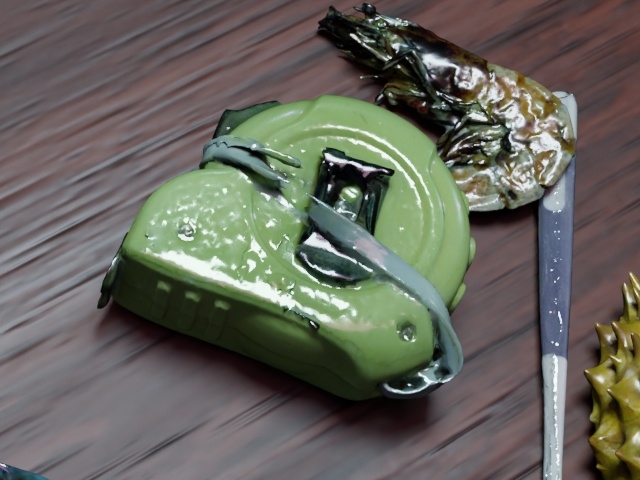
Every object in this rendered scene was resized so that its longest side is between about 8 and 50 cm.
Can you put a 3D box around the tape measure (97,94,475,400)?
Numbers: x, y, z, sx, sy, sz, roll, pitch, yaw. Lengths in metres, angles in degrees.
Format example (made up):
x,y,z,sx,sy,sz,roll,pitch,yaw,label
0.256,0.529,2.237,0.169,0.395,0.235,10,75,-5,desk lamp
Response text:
x,y,z,sx,sy,sz,roll,pitch,yaw,label
0.000,0.000,0.943,0.177,0.087,0.154,25,61,-2,tape measure

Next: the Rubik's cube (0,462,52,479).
x,y,z,sx,sy,sz,roll,pitch,yaw,label
-0.115,0.265,0.680,0.288,0.283,0.293,18,63,-2,Rubik's cube

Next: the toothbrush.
x,y,z,sx,sy,sz,roll,pitch,yaw,label
0.123,0.043,0.984,0.024,0.026,0.288,3,62,4,toothbrush

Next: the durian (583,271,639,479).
x,y,z,sx,sy,sz,roll,pitch,yaw,label
0.222,0.097,0.938,0.186,0.154,0.260,-35,67,1,durian

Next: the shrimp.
x,y,z,sx,sy,sz,roll,pitch,yaw,label
0.060,-0.073,1.016,0.161,0.034,0.091,32,71,10,shrimp
